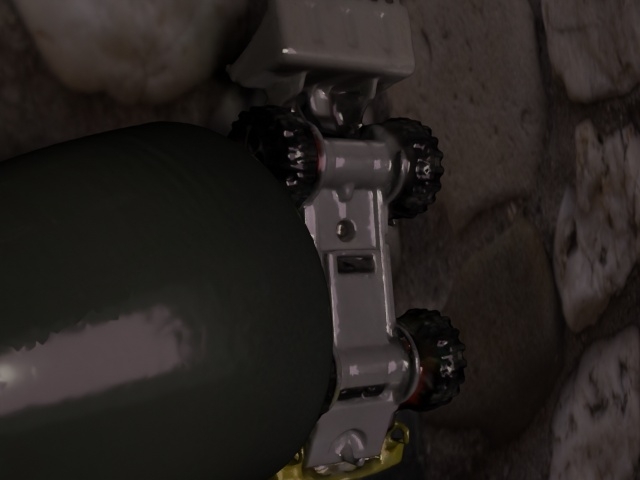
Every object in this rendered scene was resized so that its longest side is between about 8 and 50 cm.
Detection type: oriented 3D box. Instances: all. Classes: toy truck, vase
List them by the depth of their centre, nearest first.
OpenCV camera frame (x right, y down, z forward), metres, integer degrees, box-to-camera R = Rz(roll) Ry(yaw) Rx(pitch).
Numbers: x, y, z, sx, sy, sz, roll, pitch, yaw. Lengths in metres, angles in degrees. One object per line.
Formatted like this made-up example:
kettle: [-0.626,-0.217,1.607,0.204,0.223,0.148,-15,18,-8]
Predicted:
vase: [-0.156,0.057,0.399,0.321,0.173,0.173,-15,101,-48]
toy truck: [0.000,0.000,0.653,0.136,0.111,0.286,-1,87,-38]
